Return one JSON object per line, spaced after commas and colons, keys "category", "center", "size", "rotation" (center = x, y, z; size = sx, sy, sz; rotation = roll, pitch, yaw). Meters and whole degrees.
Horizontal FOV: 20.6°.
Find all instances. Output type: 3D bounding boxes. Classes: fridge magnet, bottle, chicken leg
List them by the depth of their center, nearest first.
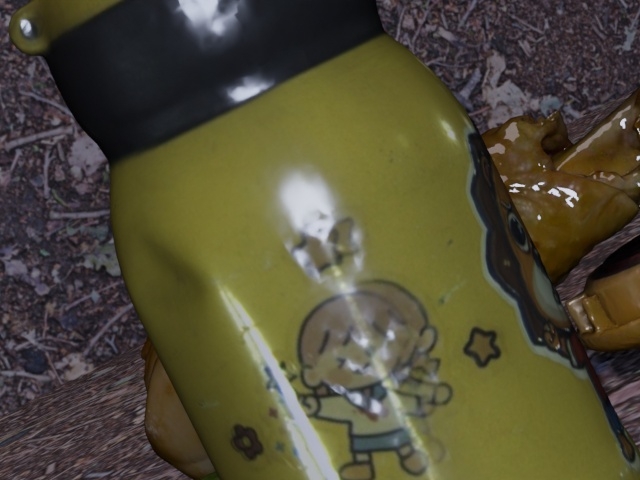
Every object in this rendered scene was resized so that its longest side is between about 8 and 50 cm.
{"category": "bottle", "center": [0.000, 0.000, 0.750], "size": [0.172, 0.351, 0.171], "rotation": [-25, 6, 3]}
{"category": "fridge magnet", "center": [0.219, 0.023, 1.085], "size": [0.143, 0.063, 0.143], "rotation": [-30, 3, 2]}
{"category": "chicken leg", "center": [0.074, 0.022, 1.140], "size": [0.409, 0.182, 0.295], "rotation": [-37, -18, -1]}

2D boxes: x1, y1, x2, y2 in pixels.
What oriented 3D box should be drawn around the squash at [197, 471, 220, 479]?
{"category": "squash", "center": [-0.099, 0.184, 0.968], "size": [0.239, 0.069, 0.069], "rotation": [-26, 5, -17]}
